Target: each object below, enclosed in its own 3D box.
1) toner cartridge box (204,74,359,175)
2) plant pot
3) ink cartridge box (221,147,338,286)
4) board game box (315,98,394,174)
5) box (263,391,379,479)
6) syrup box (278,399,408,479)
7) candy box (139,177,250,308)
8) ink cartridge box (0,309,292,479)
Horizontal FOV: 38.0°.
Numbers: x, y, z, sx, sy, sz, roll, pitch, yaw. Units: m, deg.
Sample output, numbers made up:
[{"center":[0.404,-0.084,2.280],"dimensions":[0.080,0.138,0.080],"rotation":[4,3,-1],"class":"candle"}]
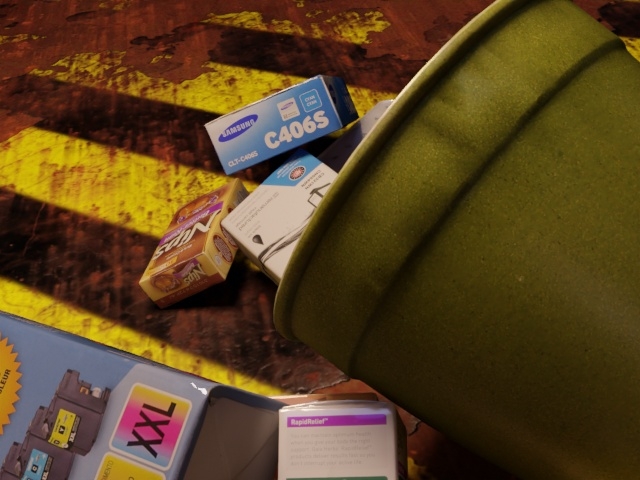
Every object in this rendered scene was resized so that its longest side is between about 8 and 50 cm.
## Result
[{"center":[-0.042,-0.170,1.323],"dimensions":[0.165,0.075,0.348],"rotation":[-23,6,8],"class":"toner cartridge box"},{"center":[0.216,0.048,0.731],"dimensions":[0.353,0.366,0.366],"rotation":[40,52,17],"class":"plant pot"},{"center":[0.000,0.000,1.138],"dimensions":[0.148,0.086,0.203],"rotation":[-44,51,-9],"class":"ink cartridge box"},{"center":[0.168,-0.072,1.303],"dimensions":[0.390,0.050,0.390],"rotation":[14,39,30],"class":"board game box"},{"center":[-0.028,0.211,0.836],"dimensions":[0.170,0.091,0.130],"rotation":[-4,68,8],"class":"box"},{"center":[0.021,0.248,0.711],"dimensions":[0.096,0.093,0.237],"rotation":[-3,68,9],"class":"syrup box"},{"center":[-0.159,0.001,1.235],"dimensions":[0.109,0.053,0.187],"rotation":[-24,28,24],"class":"candy box"},{"center":[-0.256,0.207,0.785],"dimensions":[0.395,0.151,0.270],"rotation":[12,77,30],"class":"ink cartridge box"}]
